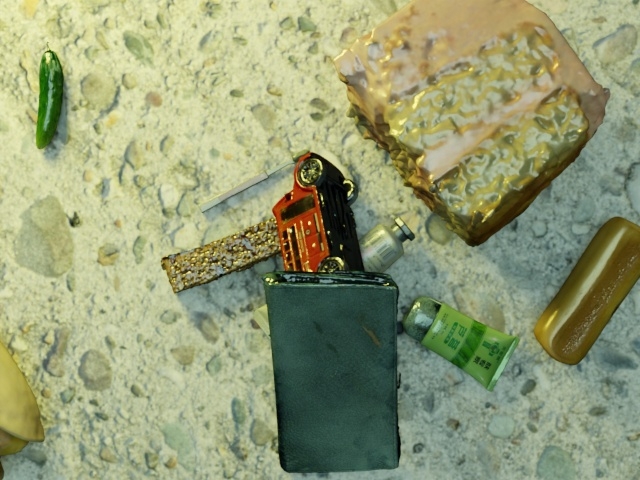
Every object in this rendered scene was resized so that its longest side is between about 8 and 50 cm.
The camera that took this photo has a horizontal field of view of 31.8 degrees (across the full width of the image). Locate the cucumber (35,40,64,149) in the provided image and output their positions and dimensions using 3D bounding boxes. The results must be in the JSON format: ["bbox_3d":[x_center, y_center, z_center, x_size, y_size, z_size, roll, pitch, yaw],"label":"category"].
[{"bbox_3d":[-0.417,-0.224,1.733,0.039,0.039,0.168,5,91,-1],"label":"cucumber"}]

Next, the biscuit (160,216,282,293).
[{"bbox_3d":[-0.146,0.023,1.733,0.199,0.034,0.064,-20,89,0],"label":"biscuit"}]

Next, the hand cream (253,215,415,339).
[{"bbox_3d":[0.027,0.064,1.727,0.276,0.059,0.095,-38,83,3],"label":"hand cream"}]

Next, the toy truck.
[{"bbox_3d":[0.000,0.000,1.670,0.114,0.107,0.252,-26,60,25],"label":"toy truck"}]

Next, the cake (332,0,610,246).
[{"bbox_3d":[0.219,-0.187,1.612,0.293,0.314,0.307,-38,81,-4],"label":"cake"}]

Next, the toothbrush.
[{"bbox_3d":[-0.102,-0.094,1.745,0.194,0.017,0.014,-28,84,2],"label":"toothbrush"}]

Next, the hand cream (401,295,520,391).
[{"bbox_3d":[0.212,0.150,1.729,0.175,0.046,0.095,30,86,-2],"label":"hand cream"}]

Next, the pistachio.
[{"bbox_3d":[-0.539,0.215,1.651,0.187,0.187,0.299,-42,94,-1],"label":"pistachio"}]

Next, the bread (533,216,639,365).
[{"bbox_3d":[0.415,0.077,1.718,0.092,0.074,0.239,35,90,-16],"label":"bread"}]

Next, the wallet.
[{"bbox_3d":[0.022,0.198,1.625,0.191,0.046,0.379,0,126,4],"label":"wallet"}]
